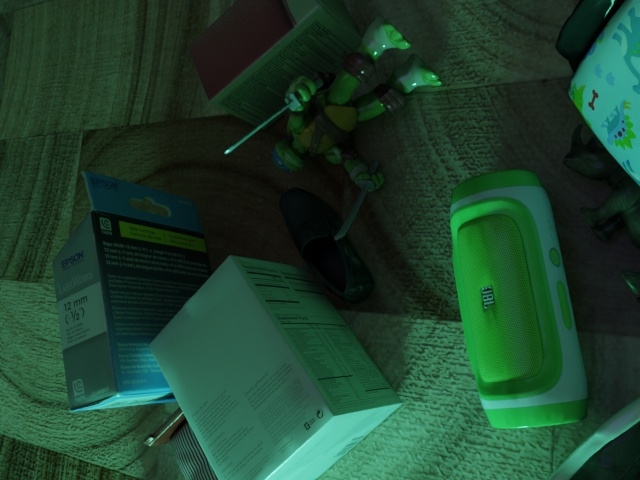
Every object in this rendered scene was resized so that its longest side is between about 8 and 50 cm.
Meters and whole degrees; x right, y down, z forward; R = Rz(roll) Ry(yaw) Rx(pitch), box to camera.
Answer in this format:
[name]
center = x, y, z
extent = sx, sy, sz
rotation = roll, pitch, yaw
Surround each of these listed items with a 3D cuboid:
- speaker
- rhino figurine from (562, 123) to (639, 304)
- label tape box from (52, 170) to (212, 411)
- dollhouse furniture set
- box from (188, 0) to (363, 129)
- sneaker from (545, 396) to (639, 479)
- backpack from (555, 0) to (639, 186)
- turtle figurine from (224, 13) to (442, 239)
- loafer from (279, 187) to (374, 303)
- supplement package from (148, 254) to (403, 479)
[speaker]
center = 0.238, 0.070, 0.773
extent = 0.131, 0.131, 0.297
rotation = -15, 75, 29
[rhino figurine]
center = 0.367, -0.041, 0.741
extent = 0.106, 0.073, 0.243
rotation = -32, 64, 20
[label tape box]
center = -0.291, 0.086, 1.026
extent = 0.115, 0.249, 0.348
rotation = -25, 70, 26
[dollhouse furniture set]
center = -0.219, 0.430, 0.982
extent = 0.374, 0.152, 0.201
rotation = -48, 61, 17
[box]
center = -0.070, -0.310, 1.013
extent = 0.232, 0.148, 0.127
rotation = -34, 65, 22
[sneaker]
center = 0.327, 0.293, 0.685
extent = 0.296, 0.104, 0.147
rotation = -53, 57, 13
[backpack]
center = 0.409, -0.149, 0.618
extent = 0.273, 0.290, 0.355
rotation = -39, 79, -18
[turtle figurine]
center = 0.045, -0.163, 0.895
extent = 0.198, 0.275, 0.266
rotation = 45, 104, -6
[loafer]
center = 0.000, 0.000, 0.960
extent = 0.076, 0.078, 0.223
rotation = -44, 62, 18
[supplement package]
center = -0.065, 0.189, 0.898
extent = 0.199, 0.198, 0.263
rotation = -46, 62, 18
